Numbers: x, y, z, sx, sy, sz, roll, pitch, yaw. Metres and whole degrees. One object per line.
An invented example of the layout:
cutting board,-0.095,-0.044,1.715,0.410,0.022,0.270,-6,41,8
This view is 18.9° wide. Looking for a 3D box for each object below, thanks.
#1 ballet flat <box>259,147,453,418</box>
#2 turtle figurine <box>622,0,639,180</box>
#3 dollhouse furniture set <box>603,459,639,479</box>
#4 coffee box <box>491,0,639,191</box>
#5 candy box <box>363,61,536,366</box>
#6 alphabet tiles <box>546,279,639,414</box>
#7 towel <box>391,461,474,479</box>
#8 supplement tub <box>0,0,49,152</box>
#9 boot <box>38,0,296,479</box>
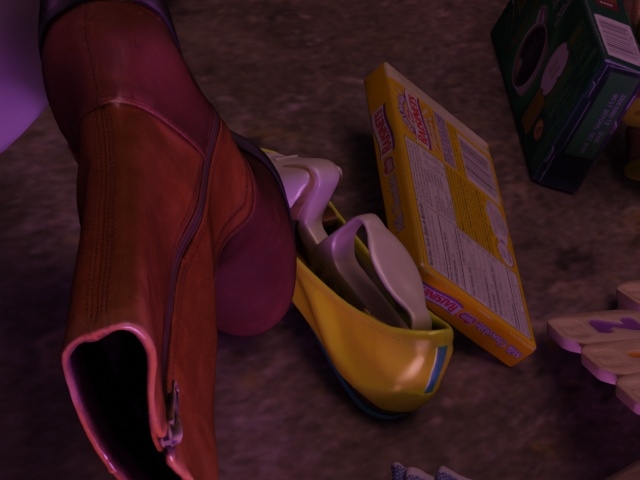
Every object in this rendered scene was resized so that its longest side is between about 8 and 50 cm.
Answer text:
ballet flat,0.000,0.000,1.112,0.077,0.077,0.231,-12,52,-43
turtle figurine,0.247,-0.168,1.398,0.087,0.269,0.217,8,57,-1
dollhouse furniture set,0.170,0.286,0.843,0.286,0.198,0.303,-25,99,-29
coffee box,0.177,-0.136,1.379,0.040,0.113,0.184,15,36,-19
candy box,0.079,-0.020,1.212,0.105,0.027,0.206,34,30,-29
alphabet tiles,0.291,0.068,1.151,0.278,0.021,0.284,-5,16,-13
towel,0.115,0.245,0.931,0.209,0.034,0.285,24,37,-12
supplement tub,-0.287,-0.184,1.003,0.228,0.228,0.316,-17,56,-46
boot,-0.056,0.033,0.915,0.096,0.264,0.280,-14,44,1
